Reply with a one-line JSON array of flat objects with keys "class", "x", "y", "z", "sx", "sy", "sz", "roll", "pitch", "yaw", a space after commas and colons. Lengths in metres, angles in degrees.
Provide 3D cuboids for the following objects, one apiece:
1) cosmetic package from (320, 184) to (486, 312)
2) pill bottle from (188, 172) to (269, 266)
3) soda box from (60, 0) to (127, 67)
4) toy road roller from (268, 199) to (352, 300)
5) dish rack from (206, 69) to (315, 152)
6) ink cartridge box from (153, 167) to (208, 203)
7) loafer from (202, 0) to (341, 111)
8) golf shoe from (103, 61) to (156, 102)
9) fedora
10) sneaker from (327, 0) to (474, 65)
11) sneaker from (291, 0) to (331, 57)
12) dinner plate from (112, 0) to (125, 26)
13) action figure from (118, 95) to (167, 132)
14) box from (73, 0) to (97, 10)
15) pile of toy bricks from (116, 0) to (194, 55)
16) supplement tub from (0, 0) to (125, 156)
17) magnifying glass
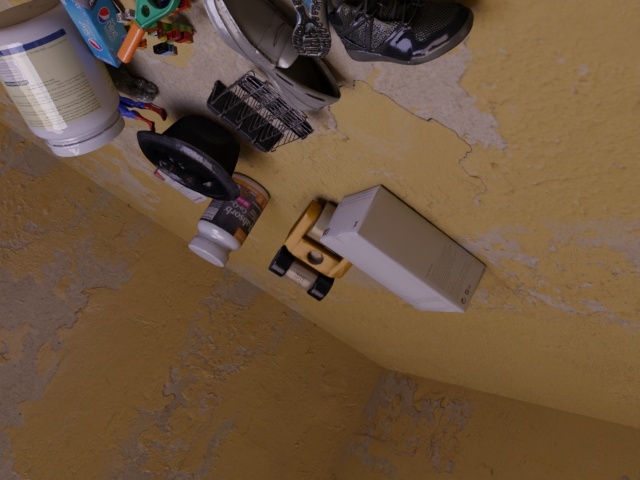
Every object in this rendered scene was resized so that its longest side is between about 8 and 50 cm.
[{"class": "cosmetic package", "x": 0.216, "y": 0.033, "z": 1.496, "sx": 0.385, "sy": 0.156, "sz": 0.217, "roll": 37, "pitch": 161, "yaw": -20}, {"class": "pill bottle", "x": -0.298, "y": -0.065, "z": 1.817, "sx": 0.162, "sy": 0.278, "sz": 0.162, "roll": 26, "pitch": 163, "yaw": 8}, {"class": "soda box", "x": -0.489, "y": -0.481, "z": 1.235, "sx": 0.067, "sy": 0.071, "sz": 0.210, "roll": 26, "pitch": 163, "yaw": 9}, {"class": "toy road roller", "x": 0.000, "y": 0.000, "z": 1.754, "sx": 0.203, "sy": 0.240, "sz": 0.329, "roll": 32, "pitch": 125, "yaw": -9}, {"class": "dish rack", "x": -0.131, "y": -0.293, "z": 1.263, "sx": 0.208, "sy": 0.074, "sz": 0.271, "roll": 36, "pitch": 160, "yaw": -25}, {"class": "ink cartridge box", "x": -0.423, "y": -0.223, "z": 1.822, "sx": 0.176, "sy": 0.127, "sz": 0.128, "roll": 37, "pitch": 161, "yaw": -22}, {"class": "loafer", "x": -0.075, "y": -0.344, "z": 0.976, "sx": 0.111, "sy": 0.112, "sz": 0.319, "roll": 7, "pitch": 161, "yaw": 40}, {"class": "golf shoe", "x": -0.533, "y": -0.427, "z": 1.530, "sx": 0.176, "sy": 0.069, "sz": 0.086, "roll": 34, "pitch": 169, "yaw": -10}, {"class": "fedora", "x": -0.341, "y": -0.251, "z": 1.570, "sx": 0.334, "sy": 0.152, "sz": 0.334, "roll": 26, "pitch": 163, "yaw": 9}, {"class": "sneaker", "x": 0.097, "y": -0.318, "z": 0.792, "sx": 0.228, "sy": 0.087, "sz": 0.130, "roll": 20, "pitch": 168, "yaw": 44}, {"class": "sneaker", "x": -0.008, "y": -0.358, "z": 0.878, "sx": 0.063, "sy": 0.073, "sz": 0.162, "roll": 10, "pitch": 149, "yaw": 6}, {"class": "dinner plate", "x": -0.494, "y": -0.531, "z": 1.250, "sx": 0.141, "sy": 0.017, "sz": 0.141, "roll": 27, "pitch": 163, "yaw": 9}, {"class": "action figure", "x": -0.602, "y": -0.388, "z": 1.689, "sx": 0.280, "sy": 0.091, "sz": 0.139, "roll": 27, "pitch": 151, "yaw": 6}, {"class": "box", "x": -0.557, "y": -0.529, "z": 1.042, "sx": 0.231, "sy": 0.056, "sz": 0.183, "roll": 30, "pitch": -170, "yaw": 10}, {"class": "pile of toy bricks", "x": -0.309, "y": -0.429, "z": 1.141, "sx": 0.212, "sy": 0.118, "sz": 0.105, "roll": 0, "pitch": -173, "yaw": 39}, {"class": "supplement tub", "x": -0.641, "y": -0.394, "z": 1.369, "sx": 0.235, "sy": 0.235, "sz": 0.324, "roll": 18, "pitch": 140, "yaw": 34}, {"class": "magnifying glass", "x": -0.333, "y": -0.429, "z": 1.066, "sx": 0.092, "sy": 0.026, "sz": 0.231, "roll": 50, "pitch": 130, "yaw": 2}]
